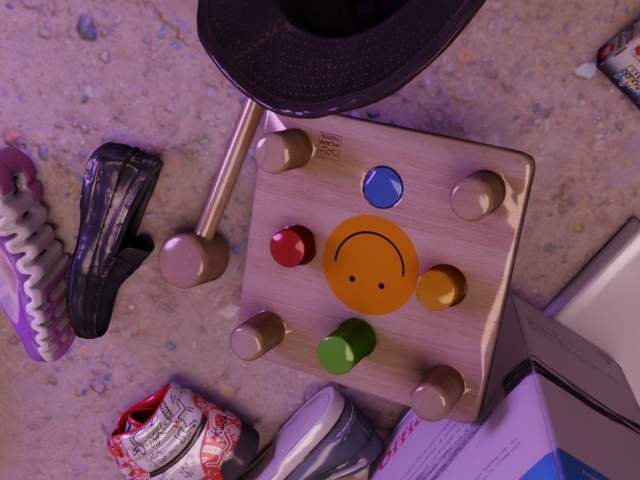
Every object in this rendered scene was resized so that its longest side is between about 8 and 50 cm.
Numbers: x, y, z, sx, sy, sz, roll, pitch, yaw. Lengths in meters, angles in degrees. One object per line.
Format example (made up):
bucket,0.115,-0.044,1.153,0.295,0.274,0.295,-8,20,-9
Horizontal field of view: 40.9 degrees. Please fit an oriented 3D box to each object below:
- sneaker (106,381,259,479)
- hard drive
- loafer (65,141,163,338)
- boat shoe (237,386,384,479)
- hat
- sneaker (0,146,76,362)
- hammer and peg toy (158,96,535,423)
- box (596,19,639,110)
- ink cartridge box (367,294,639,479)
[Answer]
sneaker,-0.208,0.286,1.024,0.145,0.090,0.270,37,106,-14
hard drive,0.328,0.146,0.984,0.203,0.040,0.307,34,110,-14
loafer,-0.216,0.008,0.903,0.078,0.076,0.223,15,110,1
boat shoe,-0.052,0.316,1.022,0.099,0.116,0.319,38,104,-11
hat,0.052,-0.243,0.735,0.331,0.331,0.134,-38,150,16
sneaker,-0.333,0.022,0.908,0.104,0.095,0.236,-10,109,12
hammer and peg toy,0.000,0.000,0.808,0.361,0.127,0.266,16,107,21
box,0.381,-0.142,0.832,0.207,0.036,0.114,39,135,-16
ink cartridge box,0.175,0.268,0.805,0.166,0.395,0.285,33,111,-6
